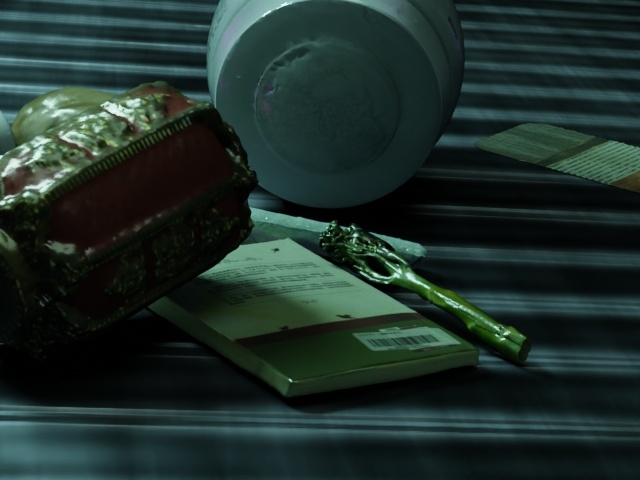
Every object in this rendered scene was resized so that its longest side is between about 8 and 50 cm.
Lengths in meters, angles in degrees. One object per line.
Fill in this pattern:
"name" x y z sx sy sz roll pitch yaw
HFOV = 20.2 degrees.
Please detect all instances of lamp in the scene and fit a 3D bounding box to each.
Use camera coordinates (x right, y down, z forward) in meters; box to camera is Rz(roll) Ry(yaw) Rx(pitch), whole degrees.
"lamp" -0.179 -0.019 1.454 0.177 0.177 0.274 20 38 36

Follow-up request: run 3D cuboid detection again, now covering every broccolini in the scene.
"broccolini" 0.089 0.052 1.584 0.071 0.058 0.254 -26 41 -25

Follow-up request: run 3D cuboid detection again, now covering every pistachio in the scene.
"pistachio" -0.225 -0.095 1.823 0.185 0.126 0.108 4 61 -14

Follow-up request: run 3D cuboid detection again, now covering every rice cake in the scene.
"rice cake" 0.000 0.000 1.709 0.207 0.033 0.033 11 30 12

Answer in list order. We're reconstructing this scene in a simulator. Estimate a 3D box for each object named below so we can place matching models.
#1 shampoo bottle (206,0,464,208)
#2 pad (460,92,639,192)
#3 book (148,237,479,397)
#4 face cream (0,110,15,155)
"shampoo bottle" 0.016 -0.184 1.879 0.273 0.273 0.266 6 27 -1
"pad" 0.278 -0.107 2.061 0.250 0.055 0.323 18 5 31
"book" -0.027 0.060 1.534 0.201 0.026 0.289 -8 23 -34
"face cream" -0.358 -0.090 1.778 0.095 0.091 0.091 -19 30 -34
